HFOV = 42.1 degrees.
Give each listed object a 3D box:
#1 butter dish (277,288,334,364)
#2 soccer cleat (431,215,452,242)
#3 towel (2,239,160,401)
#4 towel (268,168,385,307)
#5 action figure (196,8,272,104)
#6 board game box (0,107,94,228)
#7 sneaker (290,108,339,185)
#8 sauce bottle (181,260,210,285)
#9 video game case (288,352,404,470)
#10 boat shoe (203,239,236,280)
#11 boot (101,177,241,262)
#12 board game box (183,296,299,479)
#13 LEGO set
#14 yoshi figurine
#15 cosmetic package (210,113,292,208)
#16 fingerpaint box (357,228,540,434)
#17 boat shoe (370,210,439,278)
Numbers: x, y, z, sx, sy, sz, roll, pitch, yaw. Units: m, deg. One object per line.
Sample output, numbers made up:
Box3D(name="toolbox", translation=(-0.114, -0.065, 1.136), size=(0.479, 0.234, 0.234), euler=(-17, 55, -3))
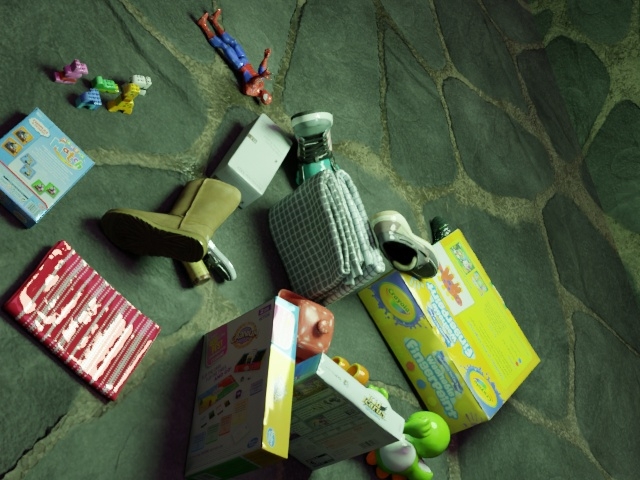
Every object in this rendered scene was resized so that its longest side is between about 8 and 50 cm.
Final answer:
Box3D(name="butter dish", translation=(-0.024, 0.201, 1.905), size=(0.160, 0.118, 0.160), euler=(27, 64, -32))
Box3D(name="soccer cleat", translation=(0.369, 0.010, 2.502), size=(0.072, 0.060, 0.179), euler=(-3, 72, -46))
Box3D(name="towel", translation=(-0.445, 0.148, 1.584), size=(0.275, 0.031, 0.199), euler=(46, 42, -16))
Box3D(name="towel", translation=(0.000, 0.000, 1.985), size=(0.121, 0.235, 0.283), euler=(-2, 67, -43))
Box3D(name="action figure", translation=(-0.192, -0.490, 2.171), size=(0.280, 0.139, 0.091), euler=(57, 41, -6))
Box3D(name="board game box", translation=(-0.564, -0.145, 1.635), size=(0.160, 0.039, 0.211), euler=(46, 42, -16))
Box3D(name="sneaker", translation=(-0.014, -0.219, 2.126), size=(0.295, 0.124, 0.178), euler=(74, 6, -82))
Box3D(name="sauce bottle", translation=(-0.285, 0.037, 1.810), size=(0.042, 0.042, 0.128), euler=(-12, 66, -49))
Box3D(name="video game case", translation=(-0.007, 0.361, 1.721), size=(0.244, 0.269, 0.061), euler=(41, 42, -22))
Box3D(name="boat shoe", translation=(-0.245, 0.039, 1.855), size=(0.040, 0.049, 0.142), euler=(-42, 97, -31))
Box3D(name="boot", translation=(-0.316, -0.060, 1.800), size=(0.236, 0.089, 0.269), euler=(19, 31, -1))
Box3D(name="board game box", translation=(-0.153, 0.295, 1.632), size=(0.064, 0.242, 0.316), euler=(30, 48, -33))
Box3D(name="LEGO set", translation=(-0.455, -0.336, 1.826), size=(0.227, 0.093, 0.087), euler=(-1, 67, -47))
Box3D(name="yoshi figurine", translation=(0.167, 0.409, 1.940), size=(0.362, 0.203, 0.203), euler=(48, 34, -17))
Box3D(name="cosmetic package", translation=(-0.167, -0.199, 2.051), size=(0.117, 0.085, 0.231), euler=(43, 41, -18))
Box3D(name="fingerpaint box", translation=(0.355, 0.239, 2.258), size=(0.371, 0.163, 0.444), euler=(-29, 86, -51))
Box3D(name="boat shoe", translation=(0.205, 0.032, 2.007), size=(0.285, 0.103, 0.092), euler=(46, 38, -48))
